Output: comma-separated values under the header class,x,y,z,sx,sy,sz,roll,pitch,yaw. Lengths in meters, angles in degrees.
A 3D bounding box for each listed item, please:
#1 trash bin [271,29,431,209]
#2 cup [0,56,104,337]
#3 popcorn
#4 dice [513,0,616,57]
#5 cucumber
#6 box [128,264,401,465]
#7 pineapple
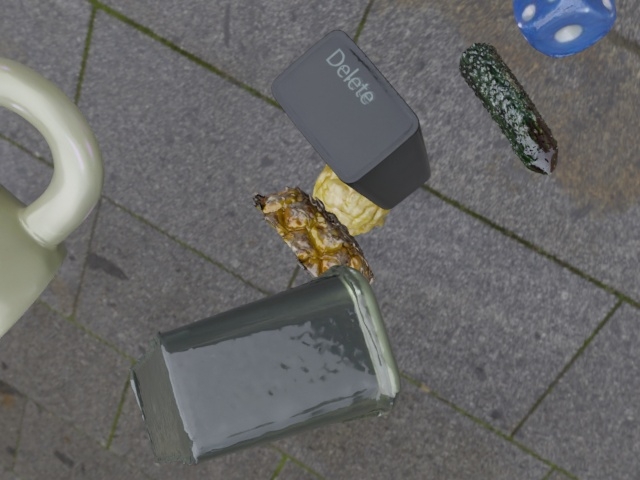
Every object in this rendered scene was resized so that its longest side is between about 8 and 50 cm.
class,x,y,z,sx,sy,sz,roll,pitch,yaw
trash bin,0.056,-0.139,0.946,0.115,0.225,0.165,-40,73,7
cup,-0.310,-0.019,0.579,0.255,0.173,0.202,-30,115,31
popcorn,0.060,-0.083,1.325,0.179,0.180,0.170,-2,118,26
dice,0.461,-0.443,1.385,0.146,0.146,0.143,16,148,-33
cucumber,0.398,-0.274,1.538,0.096,0.360,0.096,-12,142,-10
box,-0.067,0.122,0.664,0.274,0.178,0.138,-42,64,63
pineapple,0.000,0.000,0.995,0.076,0.225,0.225,-41,95,6
